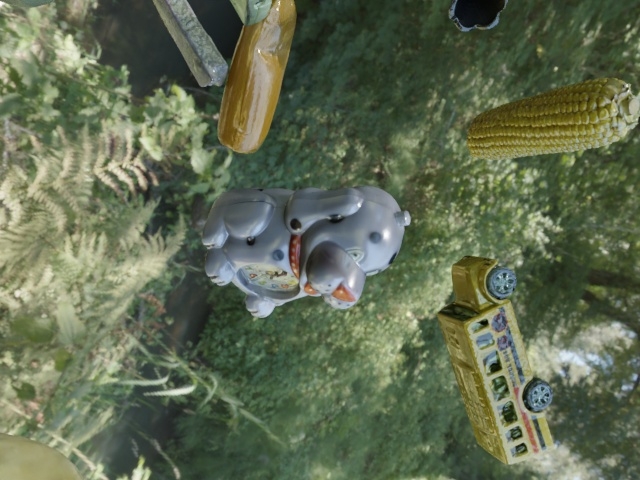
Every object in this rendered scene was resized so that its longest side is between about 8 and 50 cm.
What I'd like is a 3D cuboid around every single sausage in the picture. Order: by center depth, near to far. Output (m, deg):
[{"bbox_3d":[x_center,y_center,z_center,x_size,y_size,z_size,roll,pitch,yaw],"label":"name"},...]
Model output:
[{"bbox_3d":[-0.136,-0.365,1.203,0.134,0.116,0.354,-17,135,-51],"label":"sausage"}]

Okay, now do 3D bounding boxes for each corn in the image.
[{"bbox_3d":[0.481,-0.252,1.205,0.144,0.387,0.144,1,89,-39],"label":"corn"}]

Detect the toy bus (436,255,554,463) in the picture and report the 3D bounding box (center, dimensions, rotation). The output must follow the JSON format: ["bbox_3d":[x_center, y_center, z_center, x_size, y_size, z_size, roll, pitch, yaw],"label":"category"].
[{"bbox_3d":[0.286,0.195,0.937,0.121,0.123,0.336,-165,-125,-76],"label":"toy bus"}]

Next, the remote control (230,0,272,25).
[{"bbox_3d":[-0.116,-0.337,0.560,0.038,0.234,0.098,-29,177,-13],"label":"remote control"}]

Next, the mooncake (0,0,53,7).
[{"bbox_3d":[-0.484,-0.505,0.853,0.275,0.135,0.275,17,90,-88],"label":"mooncake"}]

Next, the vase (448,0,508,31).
[{"bbox_3d":[0.293,-0.534,1.098,0.115,0.115,0.237,92,-3,-59],"label":"vase"}]

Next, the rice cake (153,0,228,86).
[{"bbox_3d":[-0.311,-0.493,1.221,0.064,0.399,0.070,-23,166,-30],"label":"rice cake"}]

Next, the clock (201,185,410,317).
[{"bbox_3d":[-0.003,0.003,0.731,0.189,0.253,0.189,10,78,-56],"label":"clock"}]

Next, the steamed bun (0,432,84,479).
[{"bbox_3d":[-0.189,0.187,0.236,0.172,0.141,0.155,3,125,-44],"label":"steamed bun"}]
